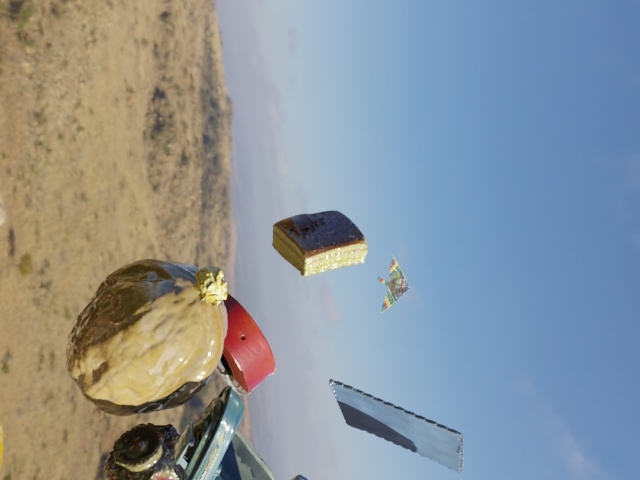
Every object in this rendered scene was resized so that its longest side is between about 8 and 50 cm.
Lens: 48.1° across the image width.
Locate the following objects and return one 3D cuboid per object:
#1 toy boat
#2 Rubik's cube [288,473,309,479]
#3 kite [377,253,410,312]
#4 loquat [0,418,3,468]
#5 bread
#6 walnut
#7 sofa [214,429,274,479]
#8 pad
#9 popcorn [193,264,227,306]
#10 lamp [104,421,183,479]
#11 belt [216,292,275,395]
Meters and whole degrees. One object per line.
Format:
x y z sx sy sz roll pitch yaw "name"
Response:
-0.127 0.224 0.827 0.141 0.060 0.055 -63 -161 20 "toy boat"
-0.030 0.596 1.365 0.205 0.205 0.207 -54 174 -28 "Rubik's cube"
0.150 0.092 1.467 0.004 0.090 0.122 7 -100 57 "kite"
-0.493 0.224 0.800 0.284 0.275 0.276 -58 -157 24 "loquat"
0.000 0.000 2.093 0.184 0.234 0.111 45 -46 38 "bread"
-0.340 0.189 1.457 0.306 0.344 0.306 44 23 -25 "walnut"
-0.248 0.584 1.713 0.225 0.176 0.210 52 24 -9 "sofa"
0.150 0.362 1.388 0.012 0.268 0.270 -61 158 -25 "pad"
-0.204 0.085 1.342 0.082 0.057 0.083 113 -42 -58 "popcorn"
-0.317 0.485 1.422 0.177 0.177 0.274 -104 -178 -55 "lamp"
-0.236 0.284 1.930 0.227 0.115 0.324 22 -37 47 "belt"
